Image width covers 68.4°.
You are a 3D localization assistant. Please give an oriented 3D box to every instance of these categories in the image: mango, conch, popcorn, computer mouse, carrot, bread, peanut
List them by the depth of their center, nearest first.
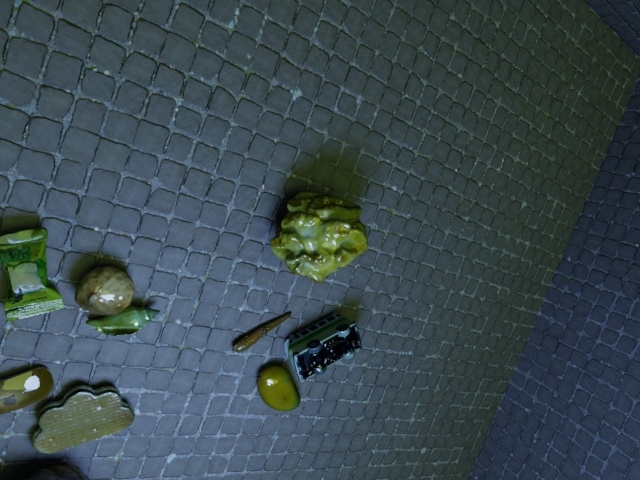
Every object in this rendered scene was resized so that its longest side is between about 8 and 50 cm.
[{"bbox_3d":[-0.866,0.426,1.327,0.198,0.045,0.102,-16,111,-27],"label":"computer mouse"},{"bbox_3d":[-0.613,0.145,1.350,0.141,0.109,0.159,-52,137,7],"label":"peanut"},{"bbox_3d":[-0.586,0.243,1.418,0.200,0.080,0.095,-15,128,-8],"label":"conch"},{"bbox_3d":[-0.724,0.530,1.440,0.286,0.056,0.208,-7,113,-29],"label":"bread"},{"bbox_3d":[0.009,-0.013,1.565,0.312,0.312,0.313,-10,111,-28],"label":"popcorn"},{"bbox_3d":[-0.207,0.327,1.699,0.254,0.049,0.049,-31,120,-24],"label":"carrot"},{"bbox_3d":[-0.159,0.568,1.777,0.137,0.091,0.238,-27,118,-15],"label":"mango"}]

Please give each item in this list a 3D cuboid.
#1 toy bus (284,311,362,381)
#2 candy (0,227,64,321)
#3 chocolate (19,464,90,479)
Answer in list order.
[{"bbox_3d":[0.002,0.391,1.769,0.276,0.164,0.134,-23,116,-22],"label":"toy bus"},{"bbox_3d":[-0.785,0.090,1.249,0.149,0.069,0.247,-15,108,-32],"label":"candy"},{"bbox_3d":[-0.795,0.796,1.392,0.303,0.213,0.304,-1,100,-4],"label":"chocolate"}]
